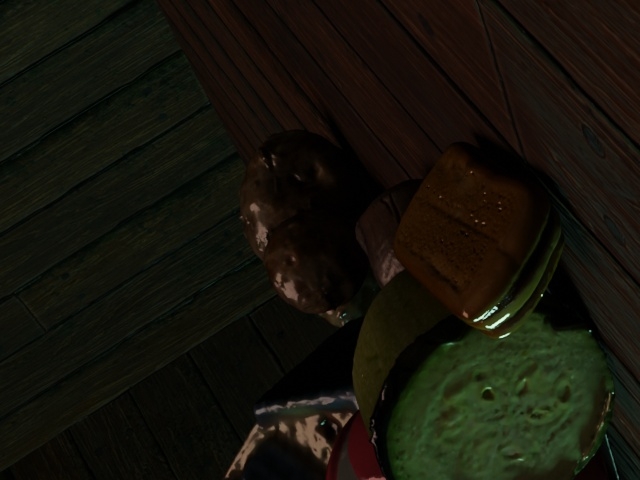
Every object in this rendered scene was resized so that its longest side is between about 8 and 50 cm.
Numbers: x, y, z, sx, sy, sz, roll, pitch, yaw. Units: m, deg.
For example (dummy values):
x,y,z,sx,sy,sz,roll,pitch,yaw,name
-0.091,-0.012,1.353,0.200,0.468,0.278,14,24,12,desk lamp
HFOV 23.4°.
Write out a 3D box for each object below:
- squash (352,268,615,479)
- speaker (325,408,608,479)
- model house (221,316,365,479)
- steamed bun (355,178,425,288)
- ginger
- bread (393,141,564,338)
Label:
x,y,z,sx,sy,sz,roll,pitch,yaw,name
0.132,0.131,1.322,0.220,0.220,0.133,59,174,-23,squash
0.155,0.255,1.566,0.294,0.294,0.294,57,176,7,speaker
0.105,0.286,1.851,0.382,0.342,0.334,37,-151,9,model house
0.100,0.015,1.566,0.145,0.106,0.175,56,178,17,steamed bun
0.000,0.000,2.064,0.375,0.176,0.256,49,-159,-74,ginger
0.126,-0.001,1.202,0.077,0.116,0.200,33,-175,-21,bread
